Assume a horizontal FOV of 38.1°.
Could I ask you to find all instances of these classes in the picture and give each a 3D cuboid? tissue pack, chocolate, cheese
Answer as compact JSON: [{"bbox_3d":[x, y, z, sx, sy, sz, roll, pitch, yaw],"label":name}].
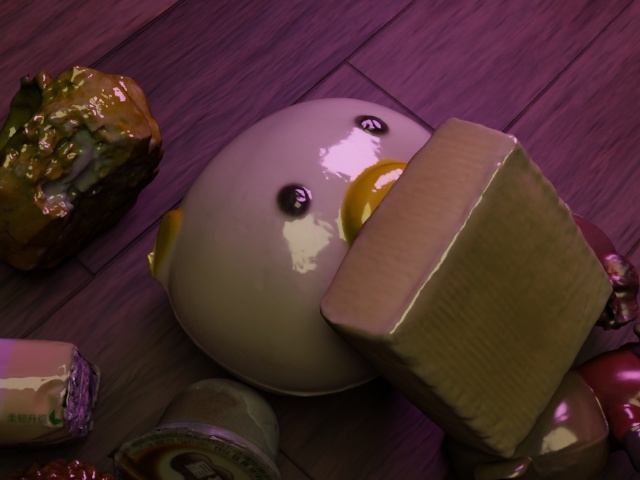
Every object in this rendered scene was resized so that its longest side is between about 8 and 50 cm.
[{"bbox_3d":[-0.383,0.169,1.009,0.257,0.215,0.123,1,73,-6],"label":"tissue pack"},{"bbox_3d":[-0.122,0.237,1.046,0.221,0.221,0.147,14,34,0],"label":"chocolate"},{"bbox_3d":[0.155,0.055,0.925,0.242,0.265,0.124,-52,41,-10],"label":"cheese"}]

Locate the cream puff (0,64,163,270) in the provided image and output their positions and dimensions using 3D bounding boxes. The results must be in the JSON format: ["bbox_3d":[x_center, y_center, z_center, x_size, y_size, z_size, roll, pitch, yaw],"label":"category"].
[{"bbox_3d":[-0.324,-0.101,1.119,0.282,0.282,0.185,-40,82,-23],"label":"cream puff"}]

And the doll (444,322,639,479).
[{"bbox_3d":[0.306,0.202,1.055,0.330,0.235,0.174,-15,97,-2],"label":"doll"}]

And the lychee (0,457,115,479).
[{"bbox_3d":[-0.294,0.333,0.948,0.238,0.200,0.200,-31,70,0],"label":"lychee"}]

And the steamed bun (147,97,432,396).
[{"bbox_3d":[-0.001,0.004,1.083,0.334,0.334,0.374,36,56,11],"label":"steamed bun"}]

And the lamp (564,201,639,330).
[{"bbox_3d":[0.306,0.053,1.159,0.215,0.151,0.223,-8,31,35],"label":"lamp"}]
